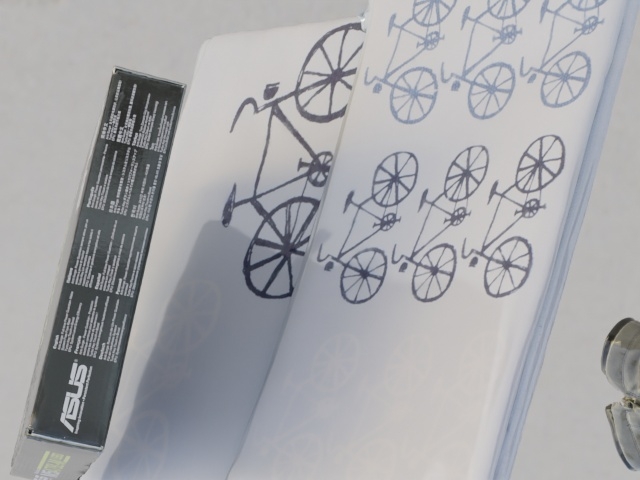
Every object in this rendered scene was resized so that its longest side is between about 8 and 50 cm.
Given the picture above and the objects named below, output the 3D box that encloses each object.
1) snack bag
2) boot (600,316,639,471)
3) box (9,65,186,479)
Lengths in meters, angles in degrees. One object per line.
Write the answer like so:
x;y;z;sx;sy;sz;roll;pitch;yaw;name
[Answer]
0.000;0.000;1.072;0.342;0.323;0.037;-1;155;45;snack bag
0.298;0.174;1.489;0.161;0.083;0.247;7;116;47;boot
-0.118;0.026;1.038;0.045;0.191;0.184;13;166;-6;box
